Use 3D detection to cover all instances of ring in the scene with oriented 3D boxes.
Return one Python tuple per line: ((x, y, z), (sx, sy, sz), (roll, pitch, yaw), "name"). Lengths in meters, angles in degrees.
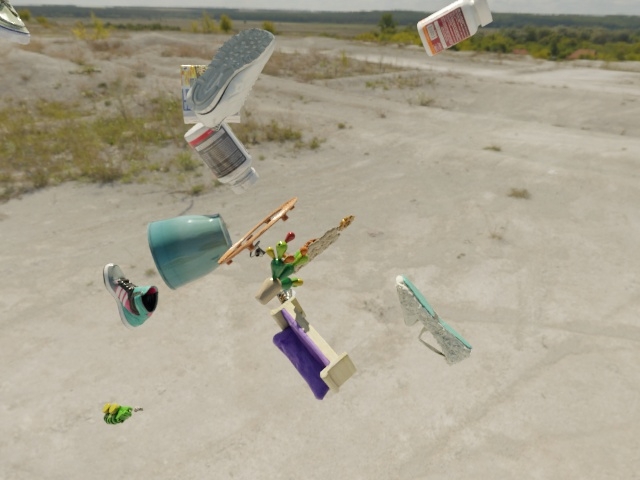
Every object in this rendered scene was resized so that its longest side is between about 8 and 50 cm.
((-0.201, -0.027, 1.374), (0.336, 0.032, 0.336), (-38, 11, 8), "ring")

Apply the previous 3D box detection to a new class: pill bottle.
((0.450, -0.729, 1.397), (0.221, 0.121, 0.121), (-19, 20, 26), "pill bottle")
((-0.402, -0.357, 1.744), (0.176, 0.318, 0.176), (-27, 29, 16), "pill bottle")

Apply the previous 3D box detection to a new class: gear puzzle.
((0.000, 0.000, 1.636), (0.339, 0.175, 0.044), (-39, 73, -6), "gear puzzle")

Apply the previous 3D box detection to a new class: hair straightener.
((-0.284, 0.045, 1.812), (0.089, 0.230, 0.047), (38, 67, 2), "hair straightener")

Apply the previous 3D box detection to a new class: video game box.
((-0.377, -0.501, 1.420), (0.187, 0.205, 0.048), (-5, -15, -16), "video game box")

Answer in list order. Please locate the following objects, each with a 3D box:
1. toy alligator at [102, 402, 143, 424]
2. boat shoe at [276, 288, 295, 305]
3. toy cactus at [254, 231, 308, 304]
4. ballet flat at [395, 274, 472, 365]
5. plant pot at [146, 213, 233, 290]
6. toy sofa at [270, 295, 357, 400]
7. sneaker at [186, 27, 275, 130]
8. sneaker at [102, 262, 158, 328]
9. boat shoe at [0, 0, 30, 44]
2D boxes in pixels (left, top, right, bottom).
((-0.575, 0.502, 1.188), (0.189, 0.056, 0.051), (-14, 44, 35), "toy alligator")
((-0.155, 0.252, 1.772), (0.083, 0.065, 0.183), (37, 14, -17), "boat shoe")
((-0.108, 0.083, 1.082), (0.112, 0.219, 0.180), (34, 66, 14), "toy cactus")
((0.405, 0.320, 1.590), (0.409, 0.147, 0.147), (47, 40, 2), "ballet flat")
((-0.471, 0.018, 1.565), (0.255, 0.272, 0.272), (-19, 32, -5), "plant pot")
((-0.051, 0.391, 1.521), (0.177, 0.150, 0.362), (-38, 48, -13), "toy sofa")
((-0.178, -0.339, 0.870), (0.090, 0.095, 0.235), (40, 85, 25), "sneaker")
((-0.785, 0.208, 1.747), (0.178, 0.296, 0.124), (-25, 0, 14), "sneaker")
((-0.935, -0.660, 1.188), (0.302, 0.094, 0.109), (37, 23, 19), "boat shoe")
